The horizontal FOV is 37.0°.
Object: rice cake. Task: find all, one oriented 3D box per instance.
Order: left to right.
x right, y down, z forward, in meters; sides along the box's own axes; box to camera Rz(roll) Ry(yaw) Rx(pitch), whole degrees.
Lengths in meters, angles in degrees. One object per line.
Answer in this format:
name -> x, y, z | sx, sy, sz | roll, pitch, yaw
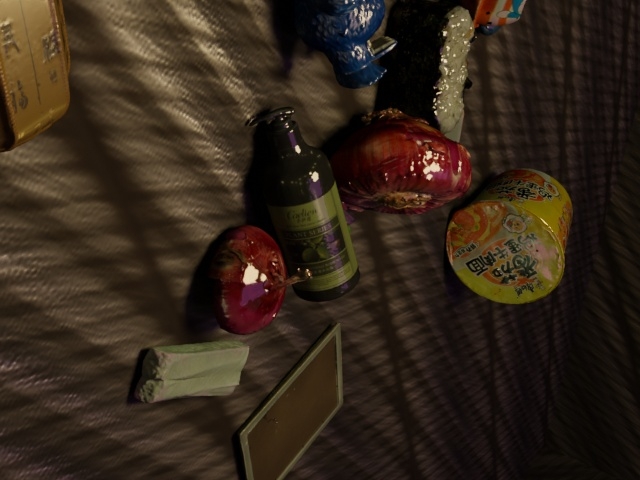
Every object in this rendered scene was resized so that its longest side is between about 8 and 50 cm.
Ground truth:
rice cake -> -0.172, 0.179, 1.301 | 0.222, 0.042, 0.080 | 9, 106, -64

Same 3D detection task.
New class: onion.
onion -> -0.072, 0.056, 1.285 | 0.150, 0.140, 0.150 | 4, 90, -69
onion -> 0.118, -0.127, 1.471 | 0.230, 0.230, 0.163 | 40, 45, -63

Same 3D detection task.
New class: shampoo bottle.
shampoo bottle -> -0.023, -0.053, 1.317 | 0.101, 0.101, 0.283 | -44, 130, -40

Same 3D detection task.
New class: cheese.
cheese -> 0.309, -0.449, 1.647 | 0.216, 0.129, 0.329 | -61, 172, -2

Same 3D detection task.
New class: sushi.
sushi -> 0.175, -0.280, 1.522 | 0.147, 0.115, 0.212 | -33, 132, -44

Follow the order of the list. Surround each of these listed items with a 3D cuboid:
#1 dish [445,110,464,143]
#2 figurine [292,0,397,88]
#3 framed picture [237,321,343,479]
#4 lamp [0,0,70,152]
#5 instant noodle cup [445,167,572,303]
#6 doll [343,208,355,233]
dish -> 0.166, -0.149, 1.669 | 0.234, 0.064, 0.154 | -29, 134, -54
figurine -> 0.013, -0.323, 1.201 | 0.164, 0.121, 0.262 | -71, 148, -67
framed picture -> -0.047, 0.307, 1.662 | 0.293, 0.018, 0.231 | -46, 147, -38
lamp -> -0.273, -0.167, 0.723 | 0.161, 0.161, 0.185 | -46, 144, -38
instant noodle cup -> 0.424, -0.021, 2.067 | 0.200, 0.265, 0.264 | -50, 149, -47
doll -> 0.000, 0.000, 1.480 | 0.115, 0.050, 0.190 | -52, 161, 21
